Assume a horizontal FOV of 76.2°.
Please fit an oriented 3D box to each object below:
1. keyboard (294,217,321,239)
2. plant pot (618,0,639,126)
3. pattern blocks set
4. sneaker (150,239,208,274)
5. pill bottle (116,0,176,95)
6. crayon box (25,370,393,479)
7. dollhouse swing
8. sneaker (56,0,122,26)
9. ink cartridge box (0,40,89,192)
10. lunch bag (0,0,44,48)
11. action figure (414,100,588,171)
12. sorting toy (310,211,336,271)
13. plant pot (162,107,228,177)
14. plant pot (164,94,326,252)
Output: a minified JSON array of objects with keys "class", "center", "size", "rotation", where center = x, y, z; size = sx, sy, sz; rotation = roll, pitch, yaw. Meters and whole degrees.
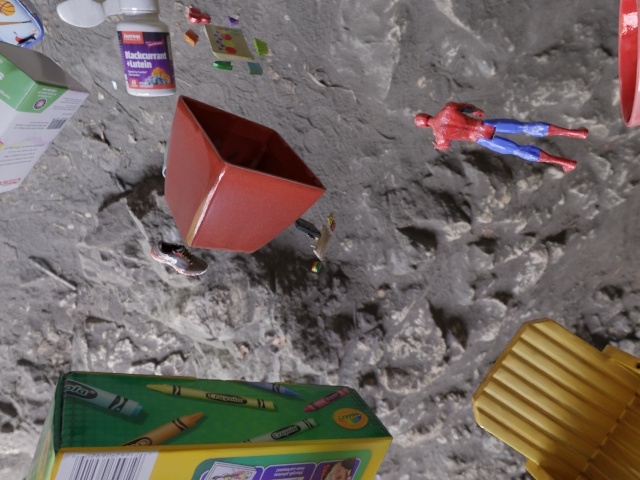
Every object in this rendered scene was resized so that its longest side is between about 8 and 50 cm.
[{"class":"keyboard","center":[-0.050,-0.048,1.575],"size":[0.023,0.108,0.180],"rotation":[-39,154,17]},{"class":"plant pot","center":[0.635,-0.338,0.650],"size":[0.275,0.243,0.274],"rotation":[8,81,-58]},{"class":"pattern blocks set","center":[-0.322,-0.686,1.414],"size":[0.286,0.324,0.026],"rotation":[3,144,-23]},{"class":"sneaker","center":[-0.377,0.045,1.110],"size":[0.158,0.061,0.065],"rotation":[22,133,-26]},{"class":"pill bottle","center":[-0.386,-0.426,0.903],"size":[0.108,0.108,0.193],"rotation":[-14,120,-28]},{"class":"crayon box","center":[-0.088,0.212,0.349],"size":[0.279,0.081,0.165],"rotation":[17,101,-33]},{"class":"dollhouse swing","center":[0.558,0.378,0.831],"size":[0.305,0.315,0.346],"rotation":[34,92,-14]},{"class":"sneaker","center":[-0.654,-0.675,1.171],"size":[0.212,0.094,0.080],"rotation":[-38,148,-34]},{"class":"ink cartridge box","center":[-0.608,-0.222,0.774],"size":[0.117,0.201,0.278],"rotation":[41,99,-14]},{"class":"lunch bag","center":[-0.888,-0.600,1.029],"size":[0.243,0.114,0.303],"rotation":[-29,145,-4]},{"class":"action figure","center":[0.317,-0.199,0.765],"size":[0.139,0.281,0.091],"rotation":[-43,146,-72]},{"class":"sorting toy","center":[0.000,0.000,1.869],"size":[0.132,0.046,0.274],"rotation":[57,51,-64]},{"class":"plant pot","center":[-0.367,-0.311,1.340],"size":[0.293,0.293,0.196],"rotation":[0,78,-36]},{"class":"plant pot","center":[-0.199,-0.121,0.916],"size":[0.268,0.267,0.235],"rotation":[7,126,-45]}]
